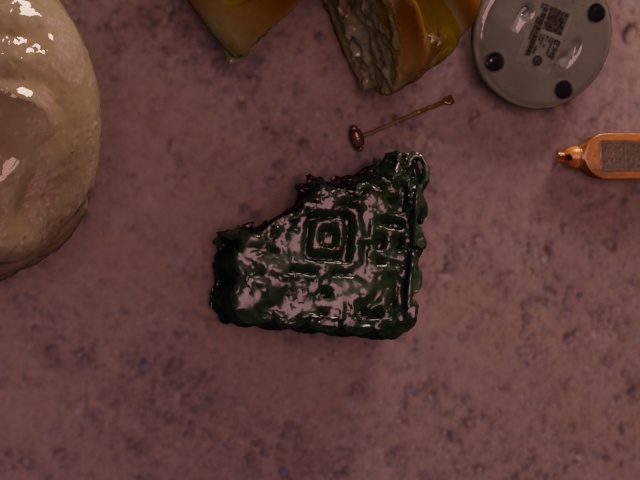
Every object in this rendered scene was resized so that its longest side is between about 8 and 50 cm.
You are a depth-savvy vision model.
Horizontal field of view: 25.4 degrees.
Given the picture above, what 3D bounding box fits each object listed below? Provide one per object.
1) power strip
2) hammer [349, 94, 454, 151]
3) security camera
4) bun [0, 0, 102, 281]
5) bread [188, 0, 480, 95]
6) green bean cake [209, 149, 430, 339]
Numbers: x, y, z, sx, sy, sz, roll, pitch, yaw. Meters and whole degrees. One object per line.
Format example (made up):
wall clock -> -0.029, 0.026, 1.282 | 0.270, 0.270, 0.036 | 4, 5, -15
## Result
power strip -> 0.338, -0.091, 1.536 | 0.178, 0.028, 0.049 | -1, 90, -14
hammer -> 0.085, -0.127, 1.482 | 0.123, 0.014, 0.029 | -24, 104, -16
security camera -> 0.249, -0.287, 1.494 | 0.157, 0.080, 0.301 | 18, 96, -21
bun -> -0.362, -0.092, 1.208 | 0.365, 0.219, 0.365 | 2, 120, 4
bread -> 0.014, -0.307, 1.389 | 0.333, 0.160, 0.333 | 0, 88, -15
green bean cake -> 0.000, 0.000, 1.412 | 0.208, 0.107, 0.193 | 5, 89, -13
